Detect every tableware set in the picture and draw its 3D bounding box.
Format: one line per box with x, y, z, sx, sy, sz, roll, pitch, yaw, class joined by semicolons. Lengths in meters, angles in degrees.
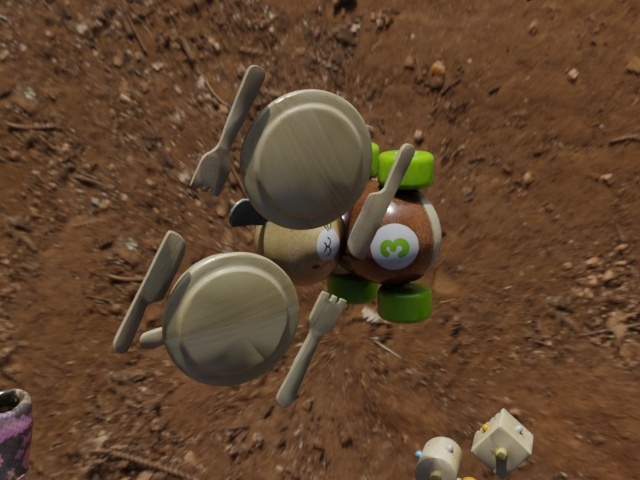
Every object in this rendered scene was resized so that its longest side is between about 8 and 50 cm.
-0.035;-0.003;0.618;0.128;0.039;0.194;24;96;-28;tableware set

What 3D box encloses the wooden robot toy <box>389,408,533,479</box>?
0.082;0.176;0.680;0.076;0.079;0.173;27;111;7;wooden robot toy

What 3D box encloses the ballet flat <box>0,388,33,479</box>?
-0.222;0.080;0.454;0.076;0.221;0.079;0;77;34;ballet flat

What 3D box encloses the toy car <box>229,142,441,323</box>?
0.000;0.000;0.905;0.188;0.149;0.155;-11;107;-36;toy car
